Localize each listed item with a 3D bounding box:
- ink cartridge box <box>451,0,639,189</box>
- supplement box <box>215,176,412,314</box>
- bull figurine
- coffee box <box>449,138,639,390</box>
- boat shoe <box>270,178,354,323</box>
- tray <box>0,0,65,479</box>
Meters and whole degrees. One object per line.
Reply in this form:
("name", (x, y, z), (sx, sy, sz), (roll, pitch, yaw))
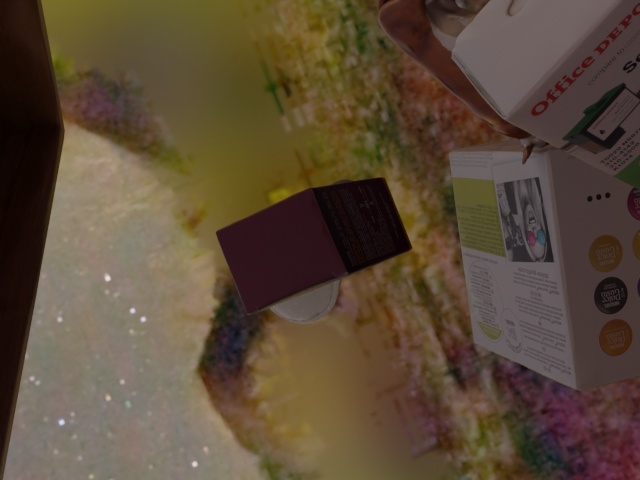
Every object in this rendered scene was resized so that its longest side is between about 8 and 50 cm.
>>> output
("ink cartridge box", (0.238, -0.148, 0.791), (0.219, 0.160, 0.093), (15, -145, -43))
("supplement box", (0.000, 0.000, 0.904), (0.188, 0.104, 0.081), (-16, -97, -67))
("bull figurine", (0.209, -0.228, 1.221), (0.310, 0.101, 0.188), (35, 151, -3))
("coffee box", (0.428, 0.001, 1.483), (0.338, 0.337, 0.334), (-164, 64, -74))
("boat shoe", (-0.004, 0.023, 1.561), (0.099, 0.116, 0.319), (-63, -1, -38))
("tray", (-0.155, -0.002, 0.323), (0.411, 0.076, 0.203), (-100, 8, -49))
